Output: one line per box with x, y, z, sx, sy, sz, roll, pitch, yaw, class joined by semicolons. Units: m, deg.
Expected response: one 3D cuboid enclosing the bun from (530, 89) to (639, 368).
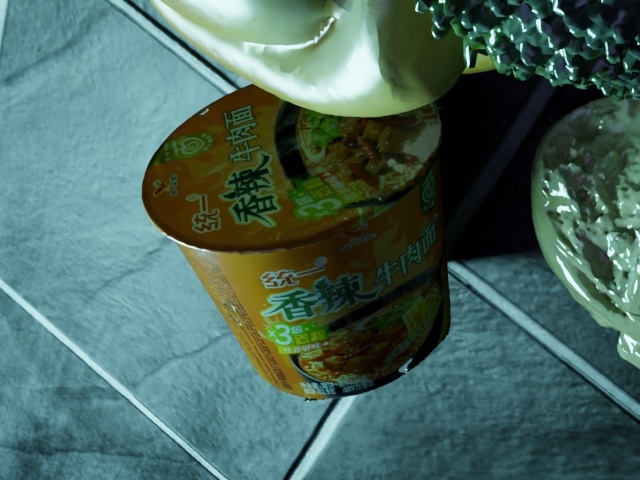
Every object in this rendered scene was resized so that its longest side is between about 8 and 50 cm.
0.237;0.003;0.739;0.237;0.116;0.210;36;136;13;bun

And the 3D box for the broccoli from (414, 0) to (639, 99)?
0.172;-0.242;0.485;0.275;0.397;0.353;17;151;29;broccoli

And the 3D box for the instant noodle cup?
0.000;0.000;0.873;0.230;0.230;0.182;11;135;34;instant noodle cup

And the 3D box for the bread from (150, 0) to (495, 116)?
-0.030;-0.261;0.675;0.424;0.245;0.329;41;137;14;bread
